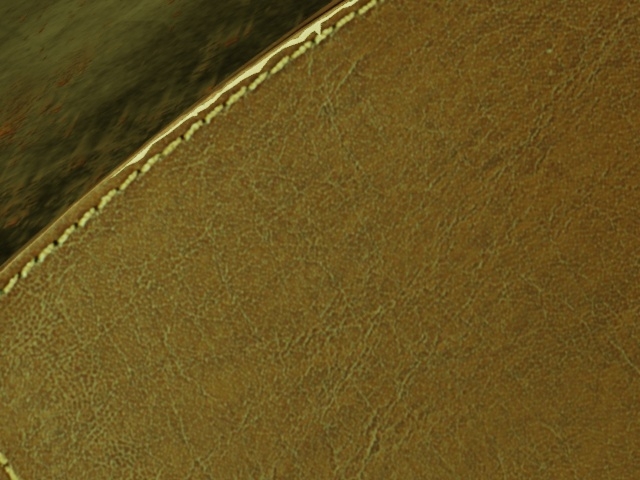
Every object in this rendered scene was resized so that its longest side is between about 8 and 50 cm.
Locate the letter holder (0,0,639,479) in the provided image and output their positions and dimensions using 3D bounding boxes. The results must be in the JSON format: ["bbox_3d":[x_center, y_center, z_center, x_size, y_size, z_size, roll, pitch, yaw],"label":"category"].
[{"bbox_3d":[0.060,0.019,0.452,0.302,0.214,0.152,-34,9,-9],"label":"letter holder"}]
